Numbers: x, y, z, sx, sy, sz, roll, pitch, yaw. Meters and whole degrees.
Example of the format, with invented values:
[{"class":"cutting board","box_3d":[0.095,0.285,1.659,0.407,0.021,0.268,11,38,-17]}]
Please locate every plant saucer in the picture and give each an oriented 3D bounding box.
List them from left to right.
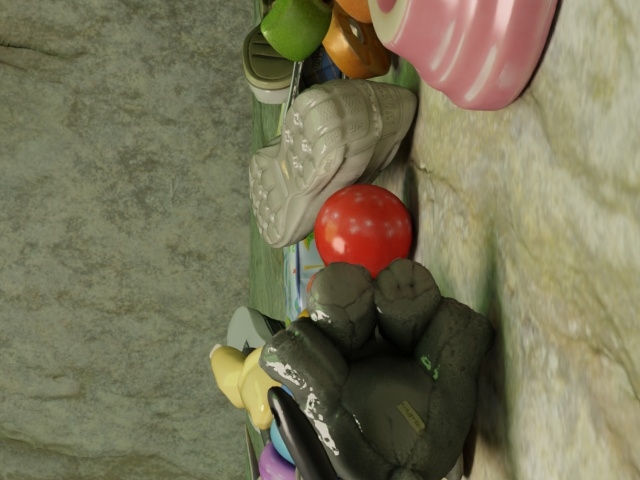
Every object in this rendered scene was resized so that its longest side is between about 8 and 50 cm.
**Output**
[{"class":"plant saucer","box_3d":[0.084,-0.251,0.885,0.332,0.084,0.332,-179,90,-84]}]

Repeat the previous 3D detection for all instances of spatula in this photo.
[{"class":"spatula","box_3d":[0.045,0.218,0.891,0.296,0.030,0.084,56,165,-12]}]

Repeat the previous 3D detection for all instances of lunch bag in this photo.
[{"class":"lunch bag","box_3d":[0.000,0.000,1.546,0.176,0.090,0.219,118,152,-73]}]

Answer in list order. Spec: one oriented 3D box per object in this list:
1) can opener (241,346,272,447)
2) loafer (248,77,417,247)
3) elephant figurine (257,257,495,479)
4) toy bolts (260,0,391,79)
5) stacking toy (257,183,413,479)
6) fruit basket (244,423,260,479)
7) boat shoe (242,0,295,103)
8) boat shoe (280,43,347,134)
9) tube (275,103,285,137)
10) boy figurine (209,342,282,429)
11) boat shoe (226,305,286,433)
[{"class":"can opener","box_3d":[-0.040,0.266,1.772,0.095,0.076,0.283,81,171,-50]},{"class":"loafer","box_3d":[0.005,-0.070,1.322,0.319,0.111,0.112,139,116,-68]},{"class":"elephant figurine","box_3d":[0.043,0.119,1.007,0.186,0.169,0.239,-57,-9,-20]},{"class":"toy bolts","box_3d":[0.040,-0.281,1.257,0.218,0.158,0.228,22,-131,-54]},{"class":"stacking toy","box_3d":[0.024,0.110,1.249,0.141,0.141,0.330,-110,27,-71]},{"class":"fruit basket","box_3d":[-0.046,0.424,1.427,0.327,0.165,0.353,-104,-3,-63]},{"class":"boat shoe","box_3d":[-0.053,-0.268,1.960,0.302,0.113,0.103,-81,-4,-54]},{"class":"boat shoe","box_3d":[0.000,-0.170,1.648,0.076,0.080,0.228,-110,29,-75]},{"class":"tube","box_3d":[-0.038,-0.128,2.009,0.240,0.070,0.062,112,171,-72]},{"class":"boy figurine","box_3d":[-0.049,0.158,1.550,0.285,0.177,0.092,20,-89,-81]},{"class":"boat shoe","box_3d":[-0.058,0.197,1.997,0.108,0.102,0.301,-68,23,16]}]
